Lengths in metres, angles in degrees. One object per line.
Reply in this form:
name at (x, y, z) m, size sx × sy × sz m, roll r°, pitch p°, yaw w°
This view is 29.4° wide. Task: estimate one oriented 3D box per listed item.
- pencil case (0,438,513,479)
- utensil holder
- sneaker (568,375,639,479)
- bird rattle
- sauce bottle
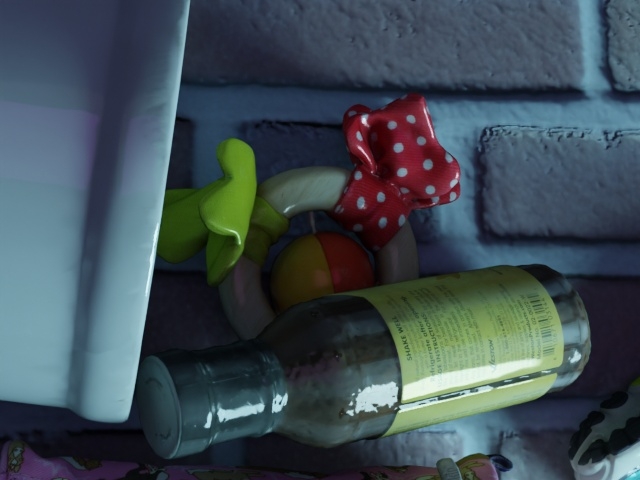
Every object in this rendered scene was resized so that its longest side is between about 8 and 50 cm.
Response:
pencil case at (-0.048, 0.225, 0.868) m, size 0.386 × 0.160 × 0.167 m, roll 2°, pitch 103°, yaw -6°
utensil holder at (-0.295, -0.066, 0.798) m, size 0.385 × 0.327 × 0.328 m, roll 9°, pitch 80°, yaw -8°
sneaker at (0.326, 0.138, 0.988) m, size 0.275 × 0.107 × 0.110 m, roll -33°, pitch 106°, yaw -7°
bird rattle at (0.000, 0.000, 0.962) m, size 0.253 × 0.143 × 0.207 m, roll -12°, pitch 98°, yaw -26°
sauce bottle at (0.038, 0.086, 0.877) m, size 0.344 × 0.111 × 0.111 m, roll -6°, pitch 81°, yaw -33°
